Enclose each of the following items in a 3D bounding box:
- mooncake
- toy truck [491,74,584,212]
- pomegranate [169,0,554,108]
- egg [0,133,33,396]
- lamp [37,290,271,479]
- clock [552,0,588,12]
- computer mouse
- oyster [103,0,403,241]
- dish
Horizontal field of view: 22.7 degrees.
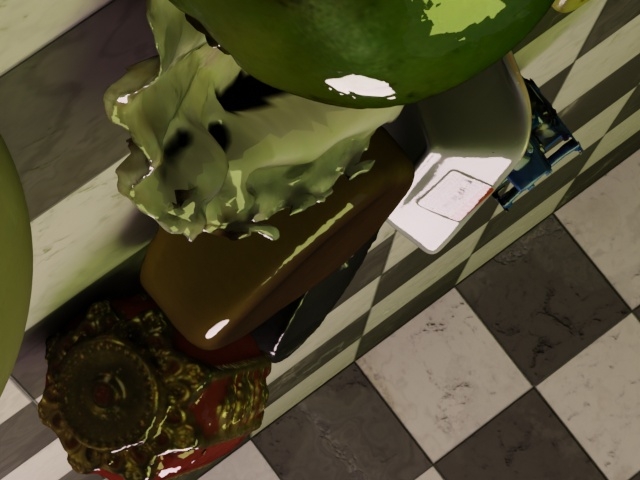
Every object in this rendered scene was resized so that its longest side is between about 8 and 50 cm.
[{"bbox_3d":[-0.032,-0.025,1.273,0.235,0.117,0.235,-38,169,-9],"label":"mooncake"},{"bbox_3d":[0.194,-0.108,1.662,0.113,0.126,0.208,-40,171,13],"label":"toy truck"},{"bbox_3d":[0.022,-0.164,0.614,0.240,0.190,0.159,-5,152,37],"label":"pomegranate"},{"bbox_3d":[-0.214,0.021,0.655,0.186,0.186,0.242,-26,153,-50],"label":"egg"},{"bbox_3d":[-0.146,0.132,1.441,0.177,0.177,0.274,-39,170,8],"label":"lamp"},{"bbox_3d":[0.209,-0.261,1.120,0.143,0.096,0.202,-32,168,-16],"label":"clock"},{"bbox_3d":[-0.005,-0.002,1.579,0.295,0.087,0.168,-58,168,24],"label":"computer mouse"},{"bbox_3d":[-0.010,-0.118,0.981,0.351,0.115,0.238,-32,161,-53],"label":"oyster"},{"bbox_3d":[0.094,-0.101,1.353,0.064,0.154,0.234,-5,153,-28],"label":"dish"}]
